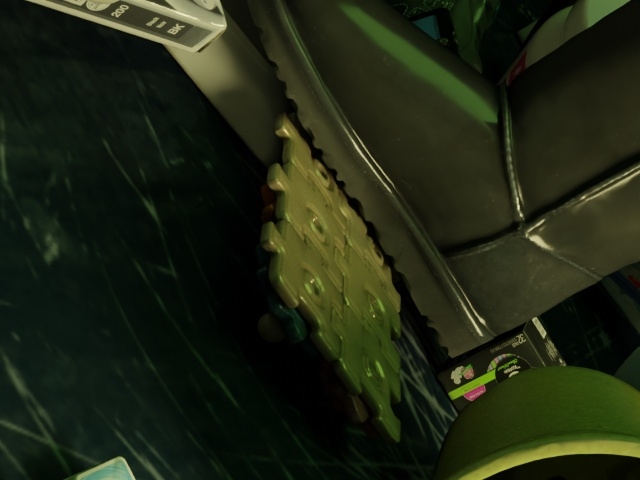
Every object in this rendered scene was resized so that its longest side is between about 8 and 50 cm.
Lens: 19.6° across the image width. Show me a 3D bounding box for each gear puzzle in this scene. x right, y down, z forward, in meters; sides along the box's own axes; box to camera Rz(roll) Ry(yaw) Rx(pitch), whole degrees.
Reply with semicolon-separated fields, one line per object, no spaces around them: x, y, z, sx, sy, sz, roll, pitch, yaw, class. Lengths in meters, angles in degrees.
0.000;0.000;1.363;0.175;0.044;0.339;55;19;-25;gear puzzle

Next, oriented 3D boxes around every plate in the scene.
-0.086;-0.226;1.457;0.277;0.045;0.278;51;25;-21;plate

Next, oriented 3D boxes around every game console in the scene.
0.049;-0.159;1.537;0.107;0.122;0.071;35;39;-73;game console

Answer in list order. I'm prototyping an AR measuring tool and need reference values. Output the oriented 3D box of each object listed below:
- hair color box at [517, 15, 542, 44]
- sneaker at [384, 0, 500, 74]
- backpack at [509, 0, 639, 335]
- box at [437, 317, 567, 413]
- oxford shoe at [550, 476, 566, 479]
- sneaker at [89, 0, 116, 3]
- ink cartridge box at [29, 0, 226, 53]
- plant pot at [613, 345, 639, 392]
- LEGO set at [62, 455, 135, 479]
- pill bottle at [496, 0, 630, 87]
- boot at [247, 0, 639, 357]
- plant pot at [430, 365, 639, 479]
0.395;-0.142;2.171;0.347;0.174;0.105;59;24;0;hair color box
0.077;-0.163;1.658;0.139;0.125;0.341;17;44;0;sneaker
0.342;-0.071;1.927;0.355;0.273;0.290;34;25;-4;backpack
0.147;0.107;1.484;0.062;0.083;0.052;58;22;-5;box
0.214;0.237;1.503;0.096;0.083;0.227;0;63;-34;oxford shoe
-0.101;-0.278;1.201;0.150;0.135;0.366;23;44;-30;sneaker
-0.173;-0.237;1.240;0.208;0.045;0.206;12;50;-42;ink cartridge box
0.389;0.230;1.556;0.293;0.293;0.235;47;24;-28;plant pot
-0.083;0.229;0.912;0.244;0.060;0.182;63;27;6;LEGO set
0.230;-0.106;1.618;0.160;0.283;0.160;9;61;-16;pill bottle
0.216;-0.154;1.376;0.367;0.445;0.146;57;17;-21;boot
0.167;0.209;1.227;0.276;0.276;0.254;55;13;-12;plant pot
